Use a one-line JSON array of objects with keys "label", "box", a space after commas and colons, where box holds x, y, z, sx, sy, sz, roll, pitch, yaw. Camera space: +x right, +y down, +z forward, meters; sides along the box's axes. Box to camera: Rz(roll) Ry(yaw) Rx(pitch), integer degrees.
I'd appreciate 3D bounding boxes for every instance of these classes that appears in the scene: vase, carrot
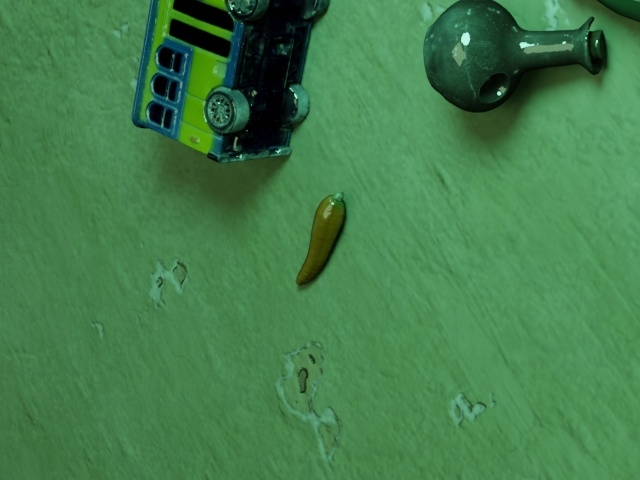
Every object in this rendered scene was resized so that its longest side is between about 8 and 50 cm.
[{"label": "vase", "box": [0.201, -0.194, 1.745, 0.183, 0.120, 0.120, -3, 95, 25]}, {"label": "carrot", "box": [0.000, 0.000, 1.992, 0.035, 0.035, 0.142, 40, 125, 30]}]

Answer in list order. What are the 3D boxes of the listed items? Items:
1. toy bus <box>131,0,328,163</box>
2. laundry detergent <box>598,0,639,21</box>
[{"label": "toy bus", "box": [-0.102, -0.248, 1.973, 0.175, 0.138, 0.288, 25, 112, 35]}, {"label": "laundry detergent", "box": [0.291, -0.300, 1.667, 0.221, 0.078, 0.144, 28, 112, 37]}]
